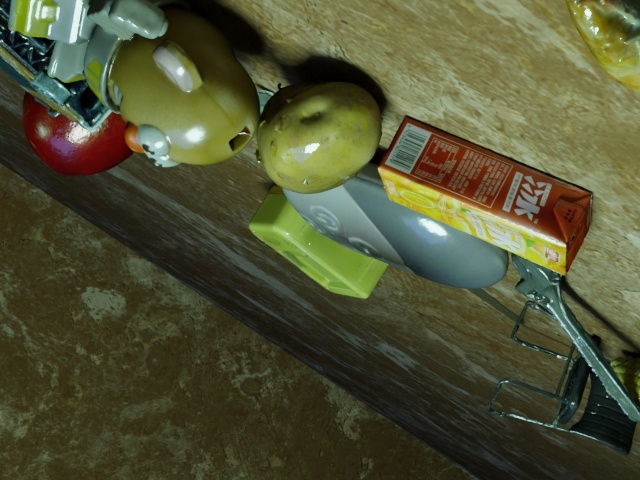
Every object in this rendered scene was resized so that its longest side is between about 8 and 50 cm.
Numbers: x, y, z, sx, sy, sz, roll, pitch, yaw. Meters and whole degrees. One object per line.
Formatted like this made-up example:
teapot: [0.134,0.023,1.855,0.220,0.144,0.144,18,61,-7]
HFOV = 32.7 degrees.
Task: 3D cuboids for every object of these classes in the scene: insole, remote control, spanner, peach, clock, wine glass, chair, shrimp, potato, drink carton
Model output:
insole: [0.266,0.096,1.697,0.135,0.002,0.045,35,167,-21]
remote control: [0.089,-0.028,1.387,0.332,0.103,0.221,20,166,34]
spanner: [0.345,0.127,1.441,0.325,0.026,0.093,50,158,-19]
peach: [-0.349,-0.190,1.600,0.197,0.197,0.197,29,167,7]
clock: [0.000,0.000,1.716,0.202,0.096,0.143,37,168,-25]
wine glass: [-0.072,-0.163,1.383,0.083,0.042,0.039,115,133,-80]
chair: [0.376,0.210,1.599,0.221,0.140,0.145,21,156,8]
shrimp: [0.238,-0.147,0.739,0.187,0.052,0.132,29,158,-33]
potato: [-0.002,-0.115,1.199,0.137,0.137,0.176,34,178,-16]
drink carton: [0.179,-0.048,1.183,0.223,0.071,0.096,24,166,21]

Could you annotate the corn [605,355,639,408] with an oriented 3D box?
corn: [0.499,0.216,1.450,0.086,0.086,0.288,39,166,-33]

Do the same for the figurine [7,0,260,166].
figurine: [-0.188,-0.191,1.213,0.285,0.167,0.342,34,-169,17]

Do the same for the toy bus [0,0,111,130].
toy bus: [-0.369,-0.275,1.374,0.167,0.138,0.275,27,168,43]
